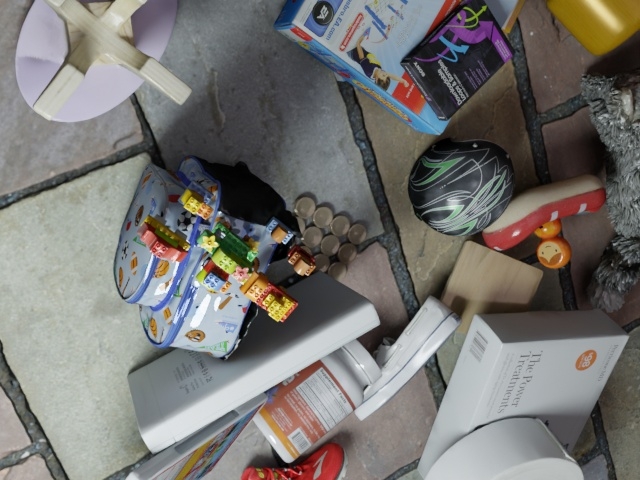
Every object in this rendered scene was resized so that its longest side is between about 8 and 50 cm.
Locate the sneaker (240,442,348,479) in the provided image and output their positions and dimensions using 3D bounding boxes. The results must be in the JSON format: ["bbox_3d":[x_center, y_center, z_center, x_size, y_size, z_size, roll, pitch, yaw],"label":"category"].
[{"bbox_3d":[-0.077,0.427,1.244,0.279,0.107,0.118,-32,104,-16],"label":"sneaker"}]

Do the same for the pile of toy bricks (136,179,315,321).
[{"bbox_3d":[-0.101,0.018,0.852,0.212,0.105,0.118,36,102,-14],"label":"pile of toy bricks"}]

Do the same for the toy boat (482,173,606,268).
[{"bbox_3d":[0.404,-0.023,1.305,0.231,0.151,0.151,-15,88,-19],"label":"toy boat"}]

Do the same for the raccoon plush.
[{"bbox_3d":[0.557,-0.098,1.346,0.299,0.216,0.446,23,93,-18],"label":"raccoon plush"}]

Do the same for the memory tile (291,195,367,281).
[{"bbox_3d":[0.000,0.000,1.222,0.148,0.012,0.113,27,91,-27],"label":"memory tile"}]

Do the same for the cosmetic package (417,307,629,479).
[{"bbox_3d":[0.369,0.307,1.353,0.284,0.097,0.377,-1,121,-25],"label":"cosmetic package"}]

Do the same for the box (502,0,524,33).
[{"bbox_3d":[0.285,-0.421,1.237,0.136,0.028,0.081,24,92,-28],"label":"box"}]

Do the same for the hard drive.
[{"bbox_3d":[-0.110,0.165,1.084,0.353,0.233,0.047,-29,107,-13],"label":"hard drive"}]

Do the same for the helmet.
[{"bbox_3d":[0.239,-0.089,1.221,0.169,0.161,0.169,-6,105,-22],"label":"helmet"}]

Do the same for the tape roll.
[{"bbox_3d":[0.325,0.453,1.304,0.286,0.100,0.286,-11,125,-16],"label":"tape roll"}]

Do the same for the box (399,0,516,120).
[{"bbox_3d":[0.211,-0.278,1.109,0.162,0.029,0.116,-45,115,-7],"label":"box"}]

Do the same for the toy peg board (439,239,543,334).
[{"bbox_3d":[0.299,0.096,1.351,0.161,0.079,0.161,21,94,-11],"label":"toy peg board"}]

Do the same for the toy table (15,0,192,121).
[{"bbox_3d":[-0.287,-0.274,0.952,0.252,0.161,0.274,25,92,-26],"label":"toy table"}]

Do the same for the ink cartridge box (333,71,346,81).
[{"bbox_3d":[0.057,-0.295,1.167,0.083,0.028,0.048,-30,113,-14],"label":"ink cartridge box"}]

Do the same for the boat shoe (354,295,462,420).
[{"bbox_3d":[0.139,0.208,1.296,0.084,0.095,0.258,44,98,15],"label":"boat shoe"}]

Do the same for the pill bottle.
[{"bbox_3d":[-0.007,0.259,1.221,0.216,0.121,0.121,-37,114,-12],"label":"pill bottle"}]

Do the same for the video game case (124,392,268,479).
[{"bbox_3d":[-0.209,0.337,1.064,0.204,0.025,0.285,-54,163,28],"label":"video game case"}]

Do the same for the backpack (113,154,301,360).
[{"bbox_3d":[-0.174,0.026,1.026,0.213,0.276,0.263,9,105,-20],"label":"backpack"}]

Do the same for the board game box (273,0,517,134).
[{"bbox_3d":[0.133,-0.373,1.118,0.302,0.086,0.308,31,88,-27],"label":"board game box"}]

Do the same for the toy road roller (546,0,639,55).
[{"bbox_3d":[0.520,-0.440,1.168,0.202,0.329,0.240,43,83,-7],"label":"toy road roller"}]
